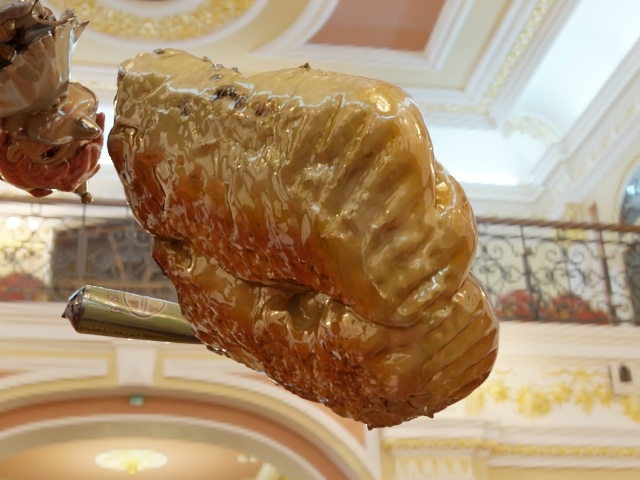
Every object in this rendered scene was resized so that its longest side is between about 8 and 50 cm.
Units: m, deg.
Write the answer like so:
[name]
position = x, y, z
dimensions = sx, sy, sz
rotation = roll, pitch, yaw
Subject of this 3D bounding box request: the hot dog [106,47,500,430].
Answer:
[hot dog]
position = 0.000, 0.000, 0.928
dimensions = 0.365, 0.196, 0.367
rotation = 21, -40, 51

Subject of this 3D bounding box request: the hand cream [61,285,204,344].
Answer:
[hand cream]
position = -0.180, 0.092, 1.170
dimensions = 0.235, 0.055, 0.086
rotation = 9, 15, -9

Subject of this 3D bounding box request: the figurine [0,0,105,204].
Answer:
[figurine]
position = -0.334, -0.152, 1.226
dimensions = 0.166, 0.207, 0.387
rotation = 19, -38, 17
